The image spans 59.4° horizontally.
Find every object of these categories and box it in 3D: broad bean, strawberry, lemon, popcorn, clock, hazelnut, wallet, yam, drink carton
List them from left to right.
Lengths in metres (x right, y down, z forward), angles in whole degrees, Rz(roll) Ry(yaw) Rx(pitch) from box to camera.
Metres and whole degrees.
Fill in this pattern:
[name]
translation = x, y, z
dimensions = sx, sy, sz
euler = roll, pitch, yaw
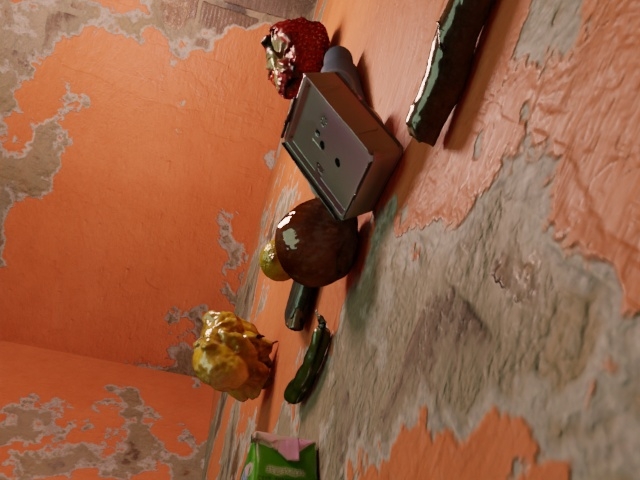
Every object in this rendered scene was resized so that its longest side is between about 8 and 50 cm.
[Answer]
[popcorn]
translation = -0.237, 0.303, 1.467
dimensions = 0.191, 0.253, 0.190
euler = -60, -26, 2
[drink carton]
translation = -0.070, 0.425, 0.784
dimensions = 0.271, 0.108, 0.161
euler = -95, 22, -59
[lemon]
translation = -0.100, 0.049, 1.417
dimensions = 0.133, 0.109, 0.109
euler = -38, -36, -80
[strawberry]
translation = -0.060, -0.599, 1.831
dimensions = 0.261, 0.257, 0.261
euler = 168, 90, -67
[broad bean]
translation = -0.025, 0.226, 0.992
dimensions = 0.069, 0.039, 0.227
euler = -104, 29, -55
[wallet]
translation = -0.021, 0.028, 1.203
dimensions = 0.169, 0.044, 0.317
euler = -149, 73, -80
[hazelnut]
translation = 0.000, 0.000, 0.911
dimensions = 0.154, 0.143, 0.143
euler = -62, 3, -29
[clock]
translation = 0.027, -0.147, 0.857
dimensions = 0.192, 0.071, 0.147
euler = 55, 143, 26
[yam]
translation = 0.148, -0.221, 0.615
dimensions = 0.057, 0.056, 0.241
euler = -103, 28, -67

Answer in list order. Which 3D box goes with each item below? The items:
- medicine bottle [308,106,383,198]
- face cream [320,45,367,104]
[medicine bottle]
translation = 0.042, -0.151, 0.992
dimensions = 0.183, 0.086, 0.086
euler = 119, 161, -54
[face cream]
translation = 0.043, -0.306, 1.183
dimensions = 0.135, 0.086, 0.385
euler = -32, 33, 24
